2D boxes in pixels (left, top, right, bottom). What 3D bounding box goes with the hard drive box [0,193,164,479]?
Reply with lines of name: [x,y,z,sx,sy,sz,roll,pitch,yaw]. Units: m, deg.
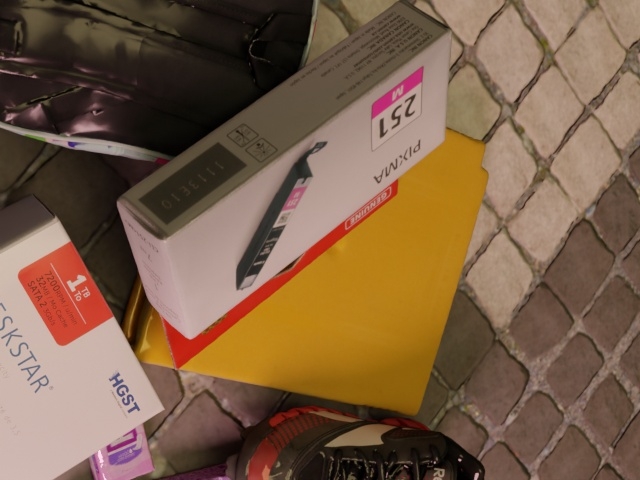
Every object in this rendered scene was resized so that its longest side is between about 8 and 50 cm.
hard drive box: [-0.264,0.103,0.791,0.232,0.089,0.181,-32,114,-16]

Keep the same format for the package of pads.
package of pads: [-0.175,0.166,0.911,0.050,0.032,0.083,-20,109,-31]

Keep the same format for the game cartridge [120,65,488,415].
game cartridge: [0.000,0.000,0.987,0.323,0.052,0.285,18,89,-36]

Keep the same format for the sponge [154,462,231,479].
sponge: [-0.127,0.270,0.961,0.210,0.031,0.117,-7,103,-31]

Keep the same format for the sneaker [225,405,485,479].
sneaker: [0.046,0.212,0.979,0.276,0.135,0.098,12,88,-42]

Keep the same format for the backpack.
backpack: [-0.137,-0.171,0.776,0.253,0.191,0.225,12,100,-26]

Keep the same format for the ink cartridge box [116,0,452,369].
ink cartridge box: [-0.014,-0.022,0.834,0.275,0.060,0.239,-38,150,-22]
